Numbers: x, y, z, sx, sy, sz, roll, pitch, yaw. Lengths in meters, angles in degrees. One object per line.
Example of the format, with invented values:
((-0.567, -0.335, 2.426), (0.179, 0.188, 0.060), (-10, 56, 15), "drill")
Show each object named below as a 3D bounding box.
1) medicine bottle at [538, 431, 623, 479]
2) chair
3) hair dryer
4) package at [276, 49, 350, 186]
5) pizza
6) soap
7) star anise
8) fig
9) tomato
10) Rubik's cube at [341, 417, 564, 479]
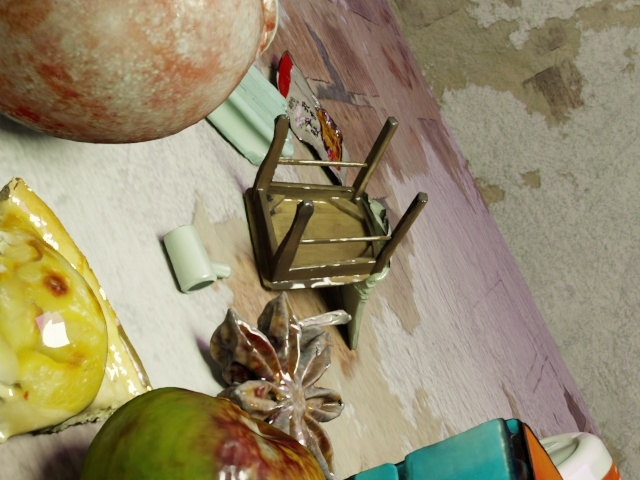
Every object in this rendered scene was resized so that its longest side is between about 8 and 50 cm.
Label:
((0.307, 0.411, 1.280), (0.241, 0.252, 0.252), (65, 18, 3), "medicine bottle")
((0.000, 0.000, 1.217), (0.186, 0.319, 0.160), (-2, 54, -21), "chair")
((-0.119, 0.023, 1.007), (0.063, 0.038, 0.124), (67, 13, 13), "hair dryer")
((-0.009, -0.187, 1.596), (0.239, 0.030, 0.154), (53, 22, -30), "package")
((-0.181, 0.071, 0.695), (0.204, 0.081, 0.188), (56, 20, -26), "pizza")
((-0.114, -0.191, 1.259), (0.198, 0.063, 0.114), (45, 27, -44), "soap")
((-0.037, 0.151, 0.970), (0.230, 0.081, 0.262), (55, 31, -21), "star anise")
((-0.081, 0.199, 0.661), (0.181, 0.181, 0.191), (46, 52, -42), "fig")
((-0.182, -0.236, 0.787), (0.316, 0.282, 0.316), (56, 20, -32), "tomato")
((0.111, 0.358, 0.771), (0.293, 0.288, 0.283), (55, 21, -29), "Rubik's cube")
